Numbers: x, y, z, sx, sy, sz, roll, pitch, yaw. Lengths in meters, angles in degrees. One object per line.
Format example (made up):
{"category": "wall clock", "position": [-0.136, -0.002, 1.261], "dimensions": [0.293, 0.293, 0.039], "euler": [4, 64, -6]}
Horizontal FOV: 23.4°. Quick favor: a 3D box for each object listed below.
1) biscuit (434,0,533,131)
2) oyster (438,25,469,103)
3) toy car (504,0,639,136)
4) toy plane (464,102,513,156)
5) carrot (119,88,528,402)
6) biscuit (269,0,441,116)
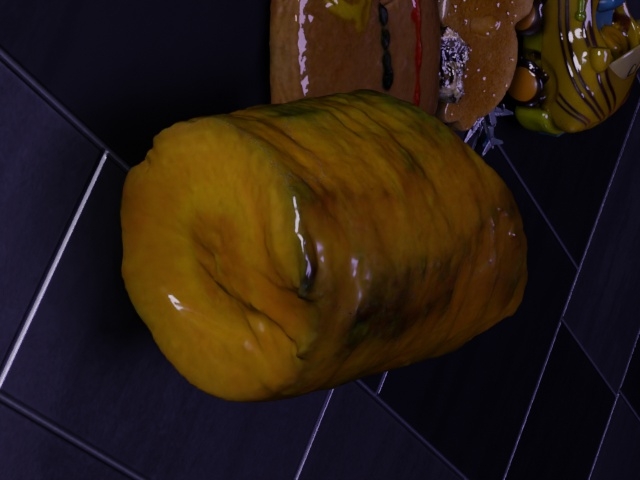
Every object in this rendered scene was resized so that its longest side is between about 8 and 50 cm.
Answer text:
{"category": "biscuit", "position": [0.165, -0.229, 1.639], "dimensions": [0.166, 0.036, 0.226], "euler": [-19, 119, -44]}
{"category": "oyster", "position": [0.126, -0.179, 1.580], "dimensions": [0.019, 0.054, 0.083], "euler": [-110, -155, -69]}
{"category": "toy car", "position": [0.306, -0.239, 1.772], "dimensions": [0.200, 0.142, 0.248], "euler": [-35, 128, -48]}
{"category": "toy plane", "position": [0.186, -0.136, 1.728], "dimensions": [0.078, 0.024, 0.084], "euler": [-31, 130, -28]}
{"category": "carrot", "position": [0.000, 0.000, 1.253], "dimensions": [0.340, 0.241, 0.242], "euler": [-12, 111, -55]}
{"category": "biscuit", "position": [0.046, -0.198, 1.442], "dimensions": [0.277, 0.052, 0.262], "euler": [-18, 117, -56]}
